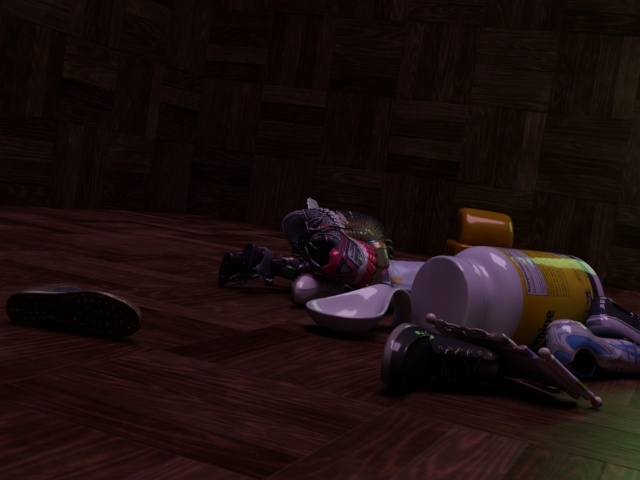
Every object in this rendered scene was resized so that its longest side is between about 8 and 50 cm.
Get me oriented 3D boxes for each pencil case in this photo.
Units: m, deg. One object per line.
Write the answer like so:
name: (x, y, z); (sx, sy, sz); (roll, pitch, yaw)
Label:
pencil case: (0.247, 0.108, 1.895); (0.273, 0.113, 0.124); (8, 24, -15)

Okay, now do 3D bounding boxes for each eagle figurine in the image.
eagle figurine: (0.069, 0.021, 2.264); (0.298, 0.226, 0.225); (3, -16, -3)

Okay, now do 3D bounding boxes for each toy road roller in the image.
toy road roller: (0.418, 0.044, 2.220); (0.202, 0.241, 0.329); (8, 4, -4)

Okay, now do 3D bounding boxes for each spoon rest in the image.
spoon rest: (0.084, 0.122, 1.562); (0.137, 0.084, 0.276); (11, 4, 36)

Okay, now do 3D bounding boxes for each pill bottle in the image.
pill bottle: (0.328, 0.108, 1.523); (0.334, 0.188, 0.188); (5, 5, -35)

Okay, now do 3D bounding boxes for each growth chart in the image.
growth chart: (0.269, 0.169, 1.245); (0.172, 0.021, 0.237); (43, -18, -34)

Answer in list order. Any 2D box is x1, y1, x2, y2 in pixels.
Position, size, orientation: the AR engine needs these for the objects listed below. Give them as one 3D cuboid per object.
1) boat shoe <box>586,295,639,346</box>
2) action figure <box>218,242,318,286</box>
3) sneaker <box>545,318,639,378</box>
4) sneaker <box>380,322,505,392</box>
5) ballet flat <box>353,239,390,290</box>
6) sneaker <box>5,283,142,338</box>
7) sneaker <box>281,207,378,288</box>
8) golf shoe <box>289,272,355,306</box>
boat shoe: (0.551, 0.163, 1.531); (0.228, 0.076, 0.080); (27, -30, -27)
action figure: (-0.084, 0.070, 1.929); (0.285, 0.099, 0.185); (10, -5, -43)
sneaker: (0.462, 0.198, 1.443); (0.237, 0.086, 0.085); (19, -31, -32)
sneaker: (0.170, 0.162, 1.166); (0.118, 0.083, 0.222); (11, 4, 30)
ballet flat: (0.084, 0.086, 1.850); (0.080, 0.073, 0.232); (-9, -28, -25)
sneaker: (-0.337, 0.092, 1.226); (0.192, 0.064, 0.086); (6, 9, 6)
sneaker: (0.000, 0.000, 1.802); (0.112, 0.121, 0.299); (15, 10, -36)
golf shoe: (0.011, 0.105, 1.768); (0.086, 0.067, 0.186); (13, 6, 34)
